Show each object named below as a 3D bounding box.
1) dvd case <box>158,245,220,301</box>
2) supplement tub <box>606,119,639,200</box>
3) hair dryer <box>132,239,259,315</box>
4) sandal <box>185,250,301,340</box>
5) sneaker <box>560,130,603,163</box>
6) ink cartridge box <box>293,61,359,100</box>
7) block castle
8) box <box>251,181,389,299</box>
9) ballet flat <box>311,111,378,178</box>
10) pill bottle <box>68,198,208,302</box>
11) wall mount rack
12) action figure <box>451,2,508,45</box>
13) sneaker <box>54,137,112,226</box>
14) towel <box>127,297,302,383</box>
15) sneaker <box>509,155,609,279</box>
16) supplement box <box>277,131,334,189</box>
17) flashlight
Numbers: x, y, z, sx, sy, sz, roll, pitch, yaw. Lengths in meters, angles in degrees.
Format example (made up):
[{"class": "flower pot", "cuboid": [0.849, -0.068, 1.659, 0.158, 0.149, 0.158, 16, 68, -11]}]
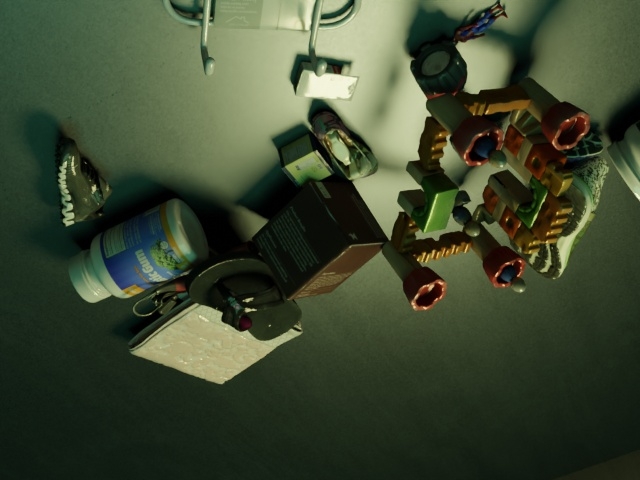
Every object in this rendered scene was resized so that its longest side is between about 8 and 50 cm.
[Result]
[{"class": "dvd case", "cuboid": [-0.276, 0.090, 2.039, 0.164, 0.018, 0.221, -32, 137, 20]}, {"class": "supplement tub", "cuboid": [0.777, -0.207, 1.851, 0.272, 0.191, 0.191, -35, 135, 24]}, {"class": "hair dryer", "cuboid": [-0.255, 0.094, 1.901, 0.293, 0.080, 0.223, -33, 178, 0]}, {"class": "sandal", "cuboid": [-0.141, 0.142, 1.924, 0.167, 0.107, 0.446, -37, 150, 6]}, {"class": "sneaker", "cuboid": [0.535, -0.193, 1.915, 0.169, 0.068, 0.071, -12, 156, 12]}, {"class": "ink cartridge box", "cuboid": [0.011, -0.302, 1.655, 0.115, 0.029, 0.063, 2, 137, -19]}, {"class": "block castle", "cuboid": [0.327, -0.075, 1.713, 0.302, 0.213, 0.453, -12, 136, -27]}, {"class": "box", "cuboid": [0.000, 0.000, 1.855, 0.203, 0.169, 0.167, -41, 160, 29]}, {"class": "ballet flat", "cuboid": [0.054, -0.175, 1.775, 0.076, 0.079, 0.221, -29, 138, 16]}, {"class": "pill bottle", "cuboid": [-0.388, 0.031, 1.836, 0.272, 0.152, 0.152, -25, 139, 12]}, {"class": "wall mount rack", "cuboid": [-0.079, -0.411, 1.427, 0.349, 0.131, 0.304, -2, 138, -14]}, {"class": "action figure", "cuboid": [0.293, -0.398, 1.625, 0.115, 0.030, 0.038, -29, 141, 22]}, {"class": "sneaker", "cuboid": [-0.465, -0.117, 1.706, 0.106, 0.078, 0.234, -4, 143, -15]}, {"class": "towel", "cuboid": [-0.258, 0.244, 2.178, 0.317, 0.053, 0.331, -34, 140, 23]}, {"class": "sneaker", "cuboid": [0.576, -0.051, 2.019, 0.182, 0.158, 0.410, -36, 160, -20]}, {"class": "supplement box", "cuboid": [-0.030, -0.162, 1.784, 0.083, 0.056, 0.083, -26, 139, 15]}, {"class": "flashlight", "cuboid": [0.281, -0.267, 1.723, 0.103, 0.103, 0.304, -58, 138, -9]}]
